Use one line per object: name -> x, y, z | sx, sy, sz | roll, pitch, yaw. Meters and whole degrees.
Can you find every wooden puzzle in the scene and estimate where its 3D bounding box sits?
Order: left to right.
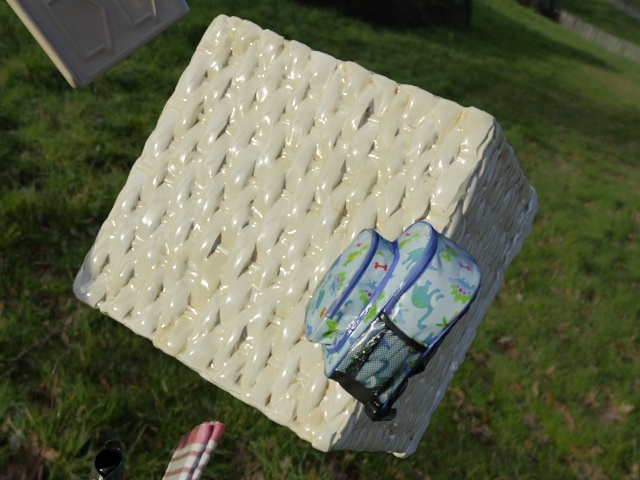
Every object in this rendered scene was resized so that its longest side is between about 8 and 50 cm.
wooden puzzle -> -0.423, -0.463, 1.270 | 0.080, 0.322, 0.348 | -15, 29, 41

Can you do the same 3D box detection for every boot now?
boot -> -0.287, 0.367, 0.942 | 0.077, 0.137, 0.198 | 5, 21, -15

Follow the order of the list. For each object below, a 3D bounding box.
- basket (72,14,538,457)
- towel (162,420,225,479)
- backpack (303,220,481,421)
basket -> 0.000, 0.000, 0.742 | 0.328, 0.331, 0.266 | 26, -5, 23
towel -> -0.144, 0.266, 0.684 | 0.029, 0.144, 0.197 | 25, 66, -8
backpack -> 0.045, 0.040, 0.487 | 0.084, 0.114, 0.105 | 39, 11, -9
